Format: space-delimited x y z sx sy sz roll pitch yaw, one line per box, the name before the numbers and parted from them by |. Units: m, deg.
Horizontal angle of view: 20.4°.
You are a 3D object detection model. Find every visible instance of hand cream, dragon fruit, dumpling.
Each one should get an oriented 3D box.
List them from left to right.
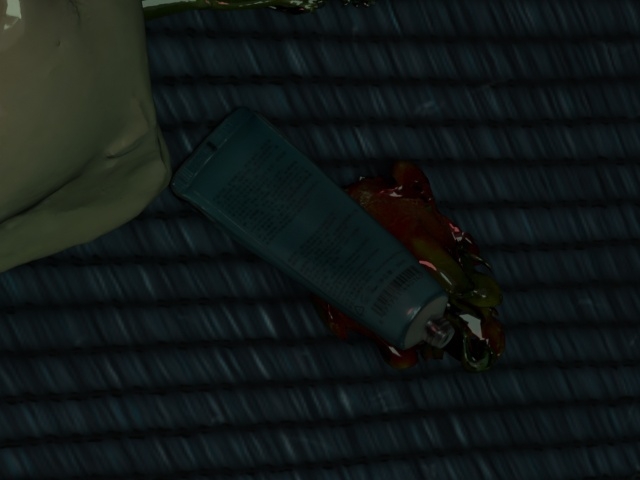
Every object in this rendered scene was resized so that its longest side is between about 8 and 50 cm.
dumpling | -0.269 -0.133 1.002 0.315 0.233 0.395 -31 111 -11
hand cream | 0.000 0.000 1.203 0.224 0.048 0.083 40 83 20
dragon fruit | 0.068 0.023 1.264 0.142 0.175 0.138 4 112 -49

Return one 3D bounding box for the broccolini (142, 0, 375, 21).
broccolini | -0.096 -0.144 1.186 0.392 0.074 0.079 -23 108 -15
